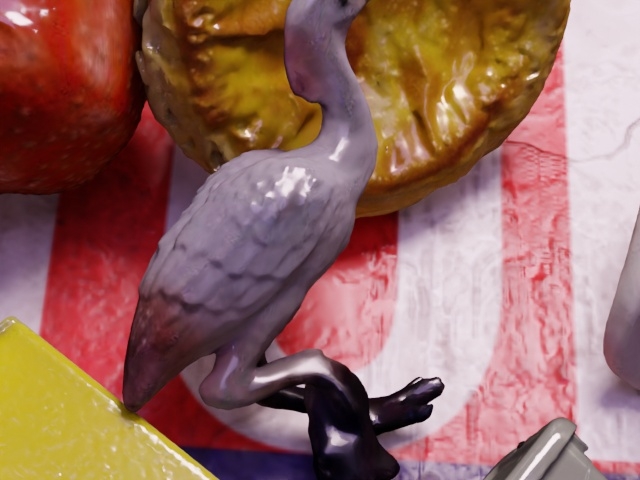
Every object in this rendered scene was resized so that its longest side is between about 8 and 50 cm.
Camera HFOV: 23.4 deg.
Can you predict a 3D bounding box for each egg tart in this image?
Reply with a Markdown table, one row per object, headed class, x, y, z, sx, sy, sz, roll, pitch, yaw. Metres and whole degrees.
| class | x | y | z | sx | sy | sz | roll | pitch | yaw |
| --- | --- | --- | --- | --- | --- | --- | --- | --- | --- |
| egg tart | 0.015 | -0.152 | 0.957 | 0.295 | 0.294 | 0.116 | -19 | 30 | -14 |

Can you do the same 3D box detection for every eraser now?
| class | x | y | z | sx | sy | sz | roll | pitch | yaw |
| --- | --- | --- | --- | --- | --- | --- | --- | --- | --- |
| eraser | -0.150 | 0.165 | 0.866 | 0.226 | 0.069 | 0.158 | 36 | 66 | 16 |

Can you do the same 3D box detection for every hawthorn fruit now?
| class | x | y | z | sx | sy | sz | roll | pitch | yaw |
| --- | --- | --- | --- | --- | --- | --- | --- | --- | --- |
| hawthorn fruit | -0.199 | -0.125 | 0.916 | 0.205 | 0.253 | 0.205 | -1 | 85 | 9 |

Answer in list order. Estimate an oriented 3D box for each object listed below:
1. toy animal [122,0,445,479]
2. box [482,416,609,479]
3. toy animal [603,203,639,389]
| class | x | y | z | sx | sy | sz | roll | pitch | yaw |
| --- | --- | --- | --- | --- | --- | --- | --- | --- | --- |
| toy animal | -0.020 | -0.013 | 0.890 | 0.195 | 0.090 | 0.324 | -3 | 97 | -23 |
| box | 0.103 | 0.193 | 0.845 | 0.093 | 0.124 | 0.172 | 41 | 67 | 6 |
| toy animal | 0.303 | 0.013 | 0.890 | 0.249 | 0.174 | 0.289 | 14 | 91 | 16 |
